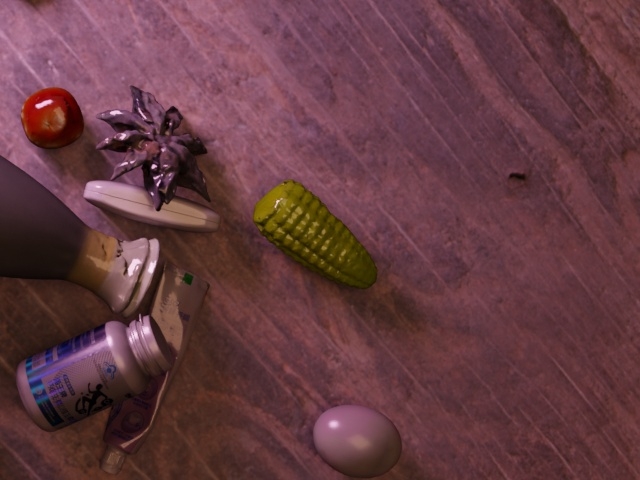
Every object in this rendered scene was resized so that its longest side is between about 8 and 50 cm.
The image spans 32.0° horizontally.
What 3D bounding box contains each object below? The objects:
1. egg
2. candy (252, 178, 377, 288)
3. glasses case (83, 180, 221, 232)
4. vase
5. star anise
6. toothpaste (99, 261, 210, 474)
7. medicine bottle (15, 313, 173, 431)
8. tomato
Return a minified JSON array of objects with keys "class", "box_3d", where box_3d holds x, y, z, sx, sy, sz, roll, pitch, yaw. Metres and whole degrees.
[{"class":"egg","box_3d":[0.053,0.292,1.624,0.135,0.103,0.103,20,83,-13]},{"class":"candy","box_3d":[0.000,0.000,1.623,0.209,0.097,0.096,39,79,-16]},{"class":"glasses case","box_3d":[-0.234,-0.047,1.562,0.193,0.074,0.049,15,88,-15]},{"class":"vase","box_3d":[-0.381,-0.006,1.477,0.321,0.173,0.173,25,82,-19]},{"class":"star anise","box_3d":[-0.221,-0.129,1.542,0.181,0.061,0.204,26,44,-27]},{"class":"toothpaste","box_3d":[-0.240,0.183,1.570,0.075,0.048,0.301,22,80,-4]},{"class":"medicine bottle","box_3d":[-0.301,0.174,1.498,0.191,0.107,0.107,-24,96,0]},{"class":"tomato","box_3d":[-0.367,-0.167,1.526,0.087,0.075,0.087,-1,92,-15]}]
